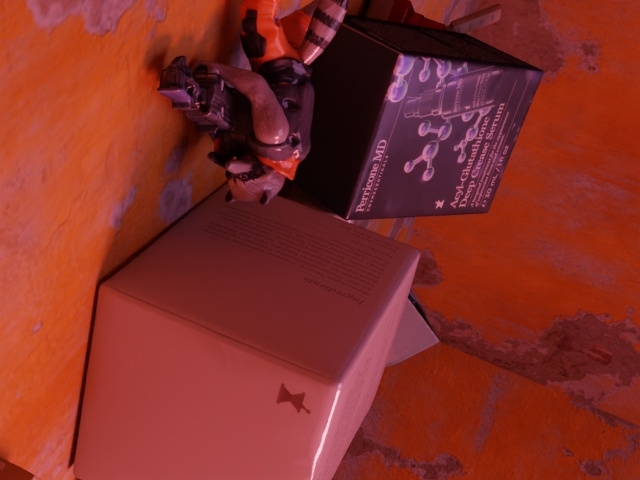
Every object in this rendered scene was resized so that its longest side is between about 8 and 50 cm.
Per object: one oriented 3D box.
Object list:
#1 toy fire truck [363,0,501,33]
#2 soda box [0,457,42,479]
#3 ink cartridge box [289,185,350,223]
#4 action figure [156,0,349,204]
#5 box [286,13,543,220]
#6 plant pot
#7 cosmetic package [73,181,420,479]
[{"bbox_3d":[0.219,-0.421,1.845,0.217,0.246,0.158,14,98,-78],"label":"toy fire truck"},{"bbox_3d":[-0.374,0.333,1.008,0.061,0.058,0.181,88,26,-64],"label":"soda box"},{"bbox_3d":[0.000,0.000,1.740,0.353,0.119,0.207,-76,170,-74],"label":"ink cartridge box"},{"bbox_3d":[-0.066,-0.203,1.153,0.341,0.178,0.330,-18,120,-78],"label":"action figure"},{"bbox_3d":[0.159,-0.215,1.640,0.395,0.212,0.293,-4,121,-42],"label":"box"},{"bbox_3d":[0.137,0.212,2.554,0.252,0.247,0.248,-35,-160,5],"label":"plant pot"},{"bbox_3d":[-0.092,0.166,1.315,0.393,0.327,0.329,-50,158,-59],"label":"cosmetic package"}]
